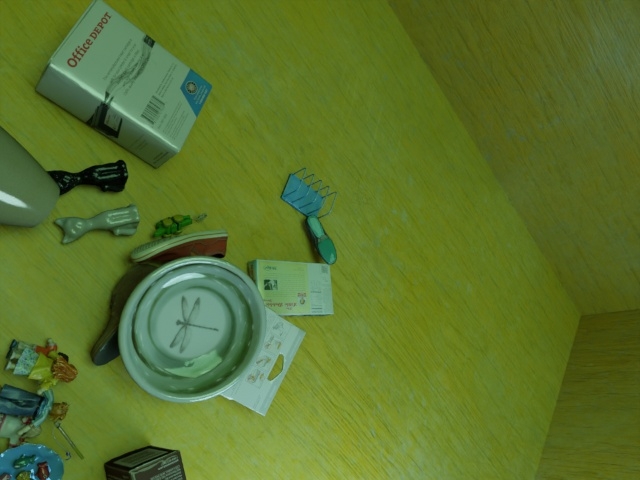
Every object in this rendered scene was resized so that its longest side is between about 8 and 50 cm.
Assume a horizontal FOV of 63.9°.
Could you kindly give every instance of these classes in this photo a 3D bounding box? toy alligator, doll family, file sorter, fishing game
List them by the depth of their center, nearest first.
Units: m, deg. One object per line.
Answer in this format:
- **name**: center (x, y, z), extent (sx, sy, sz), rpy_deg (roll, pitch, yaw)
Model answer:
- **fishing game**: center (-0.671, 0.550, 1.153), extent (0.264, 0.041, 0.189), rpy_deg (-33, 123, -35)
- **doll family**: center (-0.667, 0.354, 1.203), extent (0.163, 0.118, 0.262), rpy_deg (28, 60, -32)
- **toy alligator**: center (-0.438, -0.058, 1.575), extent (0.051, 0.056, 0.190), rpy_deg (37, 43, 25)
- **file sorter**: center (-0.038, -0.172, 1.914), extent (0.170, 0.105, 0.118), rpy_deg (36, 57, -28)

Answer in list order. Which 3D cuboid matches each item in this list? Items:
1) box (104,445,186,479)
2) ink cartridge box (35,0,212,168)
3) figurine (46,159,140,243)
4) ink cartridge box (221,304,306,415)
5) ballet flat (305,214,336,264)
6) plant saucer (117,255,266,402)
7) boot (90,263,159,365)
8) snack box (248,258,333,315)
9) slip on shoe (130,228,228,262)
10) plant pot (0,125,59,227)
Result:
- **box**: center (-0.402, 0.722, 1.270), extent (0.143, 0.191, 0.381), rpy_deg (-8, 83, -42)
- **ink cartridge box**: center (-0.562, -0.449, 1.507), extent (0.395, 0.166, 0.285), rpy_deg (35, 56, -29)
- **figurine**: center (-0.627, -0.104, 1.411), extent (0.210, 0.092, 0.214), rpy_deg (-14, 87, -34)
- **ink cartridge box**: center (-0.218, 0.349, 1.586), extent (0.261, 0.066, 0.296), rpy_deg (37, 68, -25)
- **ballet flat**: center (0.000, 0.000, 1.913), extent (0.074, 0.074, 0.203), rpy_deg (-20, 80, -42)
- **plant saucer**: center (-0.349, 0.236, 1.413), extent (0.401, 0.101, 0.400), rpy_deg (-3, 96, -28)
- **boot**: center (-0.533, 0.195, 1.401), extent (0.115, 0.112, 0.305), rpy_deg (26, 62, 12)
- **snack box**: center (-0.098, 0.169, 1.786), extent (0.322, 0.060, 0.187), rpy_deg (6, 74, -39)
- **slip on shoe**: center (-0.404, 0.032, 1.524), extent (0.331, 0.123, 0.101), rpy_deg (-12, 95, -53)
- **plant pot**: center (-0.774, -0.147, 1.204), extent (0.274, 0.257, 0.256), rpy_deg (40, 53, -45)
